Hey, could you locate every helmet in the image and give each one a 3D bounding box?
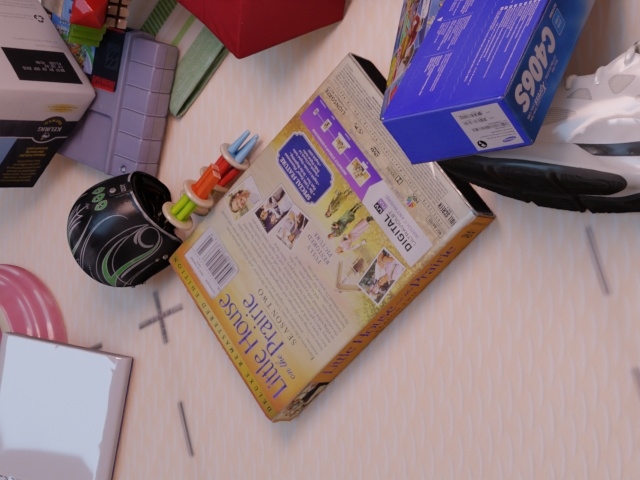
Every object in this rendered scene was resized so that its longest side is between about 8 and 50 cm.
[{"bbox_3d":[-0.298,-0.010,1.806,0.161,0.169,0.169,-35,66,19],"label":"helmet"}]

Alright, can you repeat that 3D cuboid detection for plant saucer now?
[{"bbox_3d":[-0.565,0.203,2.025,0.332,0.084,0.332,-4,84,36],"label":"plant saucer"}]

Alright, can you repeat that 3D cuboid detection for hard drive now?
[{"bbox_3d":[-0.421,0.319,1.886,0.210,0.040,0.318,10,92,11],"label":"hard drive"}]

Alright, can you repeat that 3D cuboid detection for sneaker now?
[{"bbox_3d":[0.355,-0.170,1.373,0.447,0.169,0.257,5,79,28],"label":"sneaker"}]

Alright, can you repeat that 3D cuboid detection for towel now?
[{"bbox_3d":[-0.236,-0.389,1.880,0.248,0.038,0.325,-50,61,22],"label":"towel"}]

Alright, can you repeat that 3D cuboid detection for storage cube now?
[{"bbox_3d":[-0.081,-0.394,1.632,0.183,0.215,0.193,44,145,30],"label":"storage cube"}]

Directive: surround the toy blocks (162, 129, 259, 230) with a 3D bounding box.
[{"bbox_3d":[-0.152,-0.092,1.736,0.054,0.123,0.148,43,113,-2],"label":"toy blocks"}]

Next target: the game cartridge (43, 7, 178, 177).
[{"bbox_3d":[-0.380,-0.243,1.933,0.355,0.068,0.230,21,109,37],"label":"game cartridge"}]

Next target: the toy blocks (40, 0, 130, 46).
[{"bbox_3d":[-0.294,-0.444,1.680,0.261,0.191,0.381,38,118,60],"label":"toy blocks"}]

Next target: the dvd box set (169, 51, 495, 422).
[{"bbox_3d":[0.000,0.000,1.649,0.420,0.062,0.307,-48,61,22],"label":"dvd box set"}]

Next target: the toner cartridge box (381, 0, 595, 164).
[{"bbox_3d":[0.211,-0.242,1.386,0.165,0.075,0.348,-5,44,41],"label":"toner cartridge box"}]

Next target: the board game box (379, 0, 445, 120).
[{"bbox_3d":[0.128,-0.259,1.518,0.136,0.035,0.201,137,148,-67],"label":"board game box"}]

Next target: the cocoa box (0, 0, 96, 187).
[{"bbox_3d":[-0.571,-0.230,1.831,0.228,0.347,0.231,-49,63,31],"label":"cocoa box"}]
